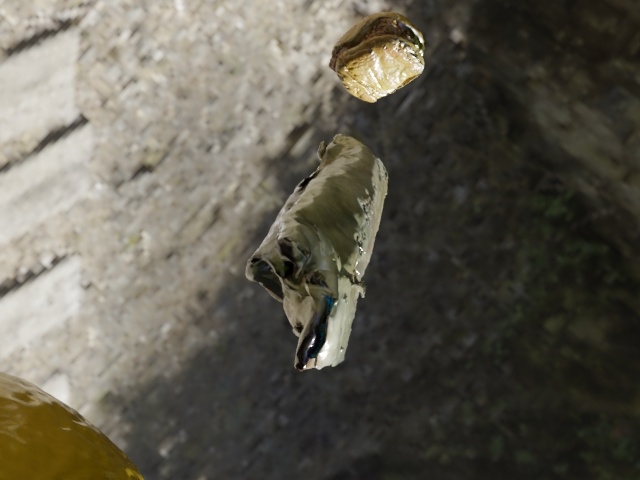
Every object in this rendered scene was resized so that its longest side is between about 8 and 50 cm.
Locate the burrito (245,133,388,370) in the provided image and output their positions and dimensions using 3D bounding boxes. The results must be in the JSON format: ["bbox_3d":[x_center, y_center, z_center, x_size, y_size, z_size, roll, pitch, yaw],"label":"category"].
[{"bbox_3d":[0.002,0.000,0.583,0.171,0.042,0.051,-59,148,-70],"label":"burrito"}]

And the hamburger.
[{"bbox_3d":[0.051,-0.165,1.357,0.083,0.044,0.076,-26,140,24],"label":"hamburger"}]

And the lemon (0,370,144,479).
[{"bbox_3d":[-0.151,0.133,0.544,0.187,0.244,0.187,-43,143,-45],"label":"lemon"}]
